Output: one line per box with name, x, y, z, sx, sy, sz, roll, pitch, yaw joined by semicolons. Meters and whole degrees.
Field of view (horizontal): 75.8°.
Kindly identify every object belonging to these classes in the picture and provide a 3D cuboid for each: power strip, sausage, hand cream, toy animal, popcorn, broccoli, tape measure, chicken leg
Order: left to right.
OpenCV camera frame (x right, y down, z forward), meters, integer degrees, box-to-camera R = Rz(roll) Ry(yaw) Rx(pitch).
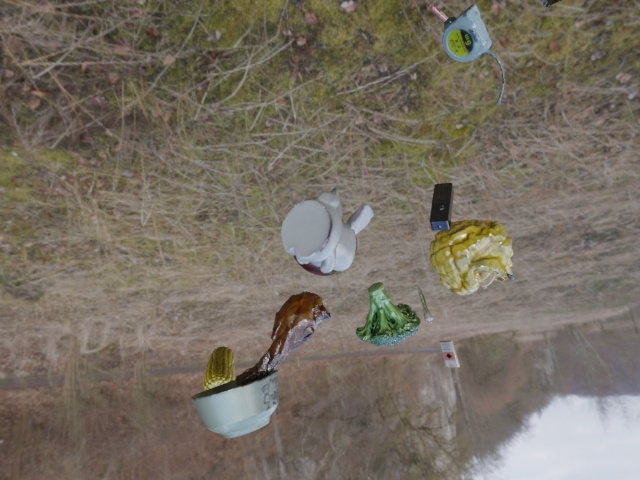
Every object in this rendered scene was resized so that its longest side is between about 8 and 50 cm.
chicken leg;-0.097;0.250;0.975;0.113;0.304;0.093;26;164;40
toy animal;0.013;-0.023;0.871;0.128;0.178;0.193;22;-170;29
broccoli;0.269;0.300;1.662;0.269;0.269;0.254;-21;-166;38
hand cream;0.439;0.272;1.738;0.037;0.165;0.057;-25;145;23
power strip;0.238;-0.068;0.805;0.038;0.111;0.029;-3;139;26
sausage;0.585;-1.011;1.899;0.223;0.029;0.029;38;152;-7
popcorn;0.329;0.034;0.891;0.180;0.170;0.179;-18;139;-17
tape measure;0.529;-0.610;1.389;0.084;0.330;0.164;-43;-156;-17

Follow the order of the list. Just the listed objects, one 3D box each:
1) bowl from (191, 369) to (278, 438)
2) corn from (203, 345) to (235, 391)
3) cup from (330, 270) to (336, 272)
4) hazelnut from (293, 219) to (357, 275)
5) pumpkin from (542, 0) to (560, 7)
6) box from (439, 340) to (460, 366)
bowl;-0.186;0.388;0.970;0.212;0.112;0.211;-18;169;-3
corn;-0.319;0.416;1.304;0.094;0.093;0.244;-5;-170;-11
cup;0.035;0.036;1.119;0.055;0.075;0.083;-28;-161;42
hazelnut;0.000;0.000;1.416;0.217;0.252;0.217;-49;169;-13
pumpkin;0.826;-0.881;1.465;0.054;0.083;0.074;-38;-159;-24
box;0.406;0.357;1.295;0.012;0.083;0.046;-13;176;-41
